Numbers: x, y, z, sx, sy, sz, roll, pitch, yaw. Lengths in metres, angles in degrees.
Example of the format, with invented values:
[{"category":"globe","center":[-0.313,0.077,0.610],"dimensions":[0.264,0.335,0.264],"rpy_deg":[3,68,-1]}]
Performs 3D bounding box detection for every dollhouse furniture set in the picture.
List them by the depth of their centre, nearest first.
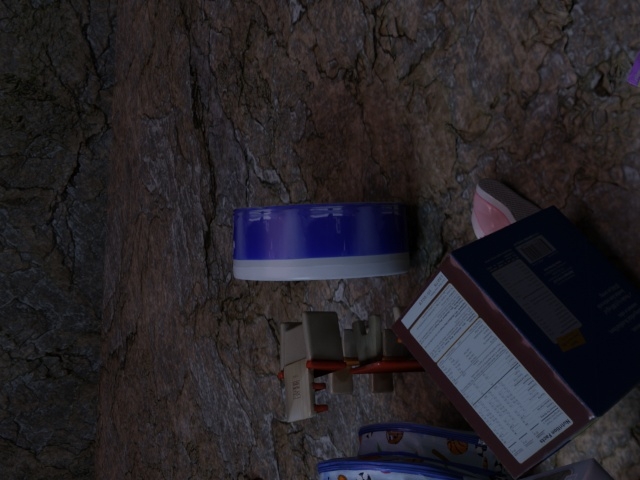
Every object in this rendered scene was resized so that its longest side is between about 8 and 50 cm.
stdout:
[{"category":"dollhouse furniture set","center":[0.076,0.174,1.016],"dimensions":[0.262,0.259,0.135],"rpy_deg":[-33,58,56]}]

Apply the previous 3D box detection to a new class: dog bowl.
[{"category":"dog bowl","center":[0.000,0.000,1.103],"dimensions":[0.265,0.265,0.104],"rpy_deg":[-2,90,58]}]

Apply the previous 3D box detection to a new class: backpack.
[{"category":"backpack","center":[0.125,0.347,0.961],"dimensions":[0.276,0.263,0.213],"rpy_deg":[-41,45,52]}]

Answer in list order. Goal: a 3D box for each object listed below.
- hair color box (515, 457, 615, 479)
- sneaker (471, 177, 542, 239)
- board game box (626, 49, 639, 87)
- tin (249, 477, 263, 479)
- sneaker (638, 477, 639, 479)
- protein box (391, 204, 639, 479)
[{"category":"hair color box","center":[0.291,0.395,0.622],"dimensions":[0.374,0.185,0.113],"rpy_deg":[46,140,1]},{"category":"sneaker","center":[0.240,-0.016,0.924],"dimensions":[0.134,0.051,0.070],"rpy_deg":[49,142,39]},{"category":"board game box","center":[0.407,-0.167,0.570],"dimensions":[0.347,0.056,0.208],"rpy_deg":[57,134,54]},{"category":"tin","center":[-0.131,0.625,1.623],"dimensions":[0.106,0.040,0.189],"rpy_deg":[-43,59,47]},{"category":"sneaker","center":[0.365,0.275,0.746],"dimensions":[0.283,0.107,0.124],"rpy_deg":[-39,47,49]},{"category":"protein box","center":[0.229,0.099,0.776],"dimensions":[0.201,0.200,0.136],"rpy_deg":[51,137,21]}]
